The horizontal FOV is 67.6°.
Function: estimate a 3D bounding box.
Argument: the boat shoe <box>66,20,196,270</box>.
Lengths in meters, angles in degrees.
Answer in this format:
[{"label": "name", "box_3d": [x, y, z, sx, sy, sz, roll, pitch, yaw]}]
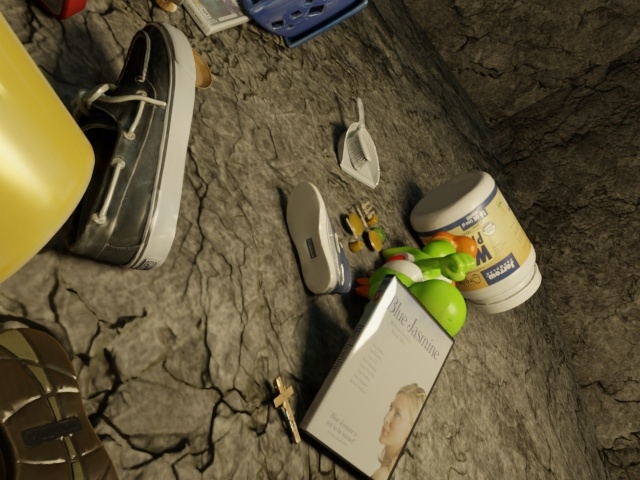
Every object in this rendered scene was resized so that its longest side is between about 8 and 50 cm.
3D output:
[{"label": "boat shoe", "box_3d": [-0.213, -0.122, 0.516, 0.105, 0.113, 0.306, 18, 67, -43]}]

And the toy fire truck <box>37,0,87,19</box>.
[{"label": "toy fire truck", "box_3d": [-0.290, -0.389, 0.434, 0.254, 0.302, 0.169, 48, 53, -16]}]

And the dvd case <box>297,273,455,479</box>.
[{"label": "dvd case", "box_3d": [0.095, 0.201, 0.689, 0.180, 0.022, 0.253, 45, 64, -26]}]

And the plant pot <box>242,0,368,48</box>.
[{"label": "plant pot", "box_3d": [-0.041, -0.567, 1.009, 0.212, 0.236, 0.236, 21, 47, -69]}]

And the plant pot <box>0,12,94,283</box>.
[{"label": "plant pot", "box_3d": [-0.280, -0.084, 0.271, 0.239, 0.254, 0.254, 56, 27, -43]}]

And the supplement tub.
[{"label": "supplement tub", "box_3d": [0.402, 0.008, 1.229, 0.316, 0.228, 0.228, 54, 31, -14]}]

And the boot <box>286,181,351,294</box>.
[{"label": "boot", "box_3d": [0.000, 0.000, 0.795, 0.086, 0.069, 0.190, 17, 61, -60]}]

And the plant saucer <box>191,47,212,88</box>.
[{"label": "plant saucer", "box_3d": [-0.204, -0.266, 0.734, 0.083, 0.015, 0.083, 38, 38, -36]}]

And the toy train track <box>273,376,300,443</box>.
[{"label": "toy train track", "box_3d": [-0.045, 0.213, 0.597, 0.048, 0.014, 0.083, -12, 82, -66]}]

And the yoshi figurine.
[{"label": "yoshi figurine", "box_3d": [0.216, 0.099, 0.917, 0.362, 0.203, 0.203, -21, 91, -57]}]

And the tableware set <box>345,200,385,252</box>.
[{"label": "tableware set", "box_3d": [0.090, -0.018, 0.981, 0.104, 0.024, 0.154, 62, 29, -7]}]

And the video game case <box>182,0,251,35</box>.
[{"label": "video game case", "box_3d": [-0.216, -0.468, 0.871, 0.173, 0.022, 0.190, 52, 32, -16]}]

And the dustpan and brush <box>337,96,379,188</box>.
[{"label": "dustpan and brush", "box_3d": [0.090, -0.242, 1.118, 0.147, 0.060, 0.211, 22, 49, -48]}]

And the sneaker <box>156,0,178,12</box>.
[{"label": "sneaker", "box_3d": [-0.256, -0.394, 0.750, 0.083, 0.032, 0.037, 57, 10, -9]}]

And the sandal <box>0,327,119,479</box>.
[{"label": "sandal", "box_3d": [-0.209, 0.168, 0.345, 0.219, 0.060, 0.090, 57, 21, 21]}]

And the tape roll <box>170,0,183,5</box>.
[{"label": "tape roll", "box_3d": [-0.207, -0.467, 0.624, 0.169, 0.246, 0.246, 26, 45, -29]}]
